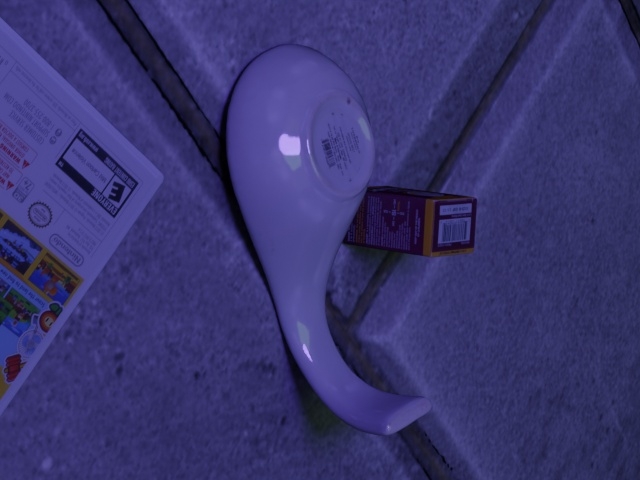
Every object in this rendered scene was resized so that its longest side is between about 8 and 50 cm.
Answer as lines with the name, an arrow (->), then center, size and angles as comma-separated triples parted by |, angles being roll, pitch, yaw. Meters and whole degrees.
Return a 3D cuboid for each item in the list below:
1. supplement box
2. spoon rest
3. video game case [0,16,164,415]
supplement box -> 0.065, -0.014, 1.281 | 0.055, 0.083, 0.043 | -6, 101, -50
spoon rest -> 0.000, 0.000, 1.227 | 0.137, 0.084, 0.276 | -23, 101, -48
video game case -> -0.211, -0.016, 0.963 | 0.206, 0.026, 0.227 | -57, 135, -13
